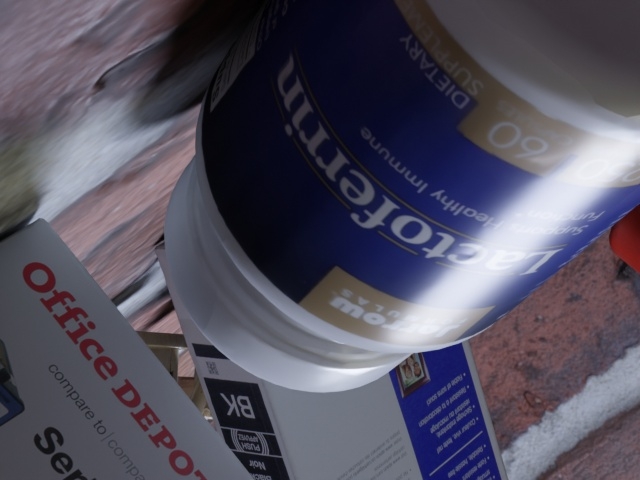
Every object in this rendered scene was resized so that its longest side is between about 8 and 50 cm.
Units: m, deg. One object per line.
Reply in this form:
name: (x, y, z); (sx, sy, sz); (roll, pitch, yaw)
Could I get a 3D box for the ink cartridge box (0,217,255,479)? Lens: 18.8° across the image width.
ink cartridge box: (-0.153, 0.112, 0.757); (0.212, 0.154, 0.093); (-32, 170, -36)

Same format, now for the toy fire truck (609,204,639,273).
toy fire truck: (0.238, -0.141, 1.231); (0.302, 0.169, 0.254); (-37, 155, -24)

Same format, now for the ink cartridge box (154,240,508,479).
ink cartridge box: (0.027, 0.119, 1.123); (0.065, 0.332, 0.165); (0, -156, 45)

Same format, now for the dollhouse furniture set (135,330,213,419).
dollhouse furniture set: (-0.092, 0.059, 1.210); (0.161, 0.101, 0.182); (5, 173, -26)

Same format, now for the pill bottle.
pill bottle: (0.043, -0.049, 0.725); (0.153, 0.153, 0.264); (-34, 172, -36)
